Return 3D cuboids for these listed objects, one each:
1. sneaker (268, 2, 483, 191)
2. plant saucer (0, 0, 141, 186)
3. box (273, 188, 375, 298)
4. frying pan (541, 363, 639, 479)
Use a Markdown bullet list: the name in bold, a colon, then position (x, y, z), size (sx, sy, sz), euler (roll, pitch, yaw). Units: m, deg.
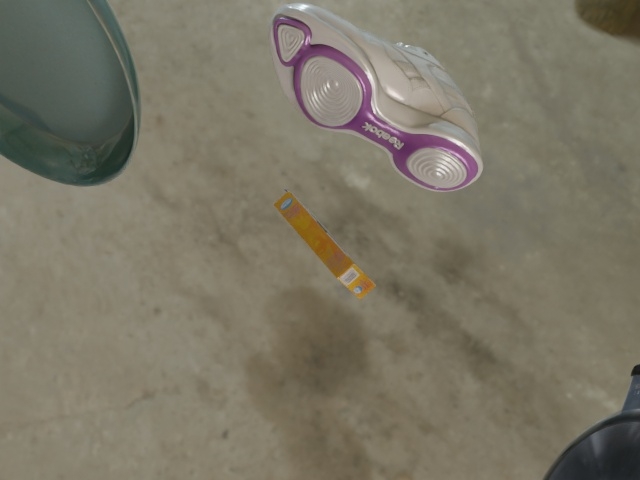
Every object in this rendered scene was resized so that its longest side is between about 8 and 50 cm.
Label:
- **sneaker**: position (0.065, -0.181, 1.254), size (0.305, 0.114, 0.152), euler (36, 43, -24)
- **plant saucer**: position (-0.274, -0.184, 0.937), size (0.317, 0.317, 0.044), euler (34, 56, 10)
- **box**: position (0.000, 0.000, 1.184), size (0.028, 0.081, 0.136), euler (-44, 62, 1)
- **frying pan**: position (0.239, 0.135, 0.730), size (0.053, 0.197, 0.326), euler (35, 80, -23)
